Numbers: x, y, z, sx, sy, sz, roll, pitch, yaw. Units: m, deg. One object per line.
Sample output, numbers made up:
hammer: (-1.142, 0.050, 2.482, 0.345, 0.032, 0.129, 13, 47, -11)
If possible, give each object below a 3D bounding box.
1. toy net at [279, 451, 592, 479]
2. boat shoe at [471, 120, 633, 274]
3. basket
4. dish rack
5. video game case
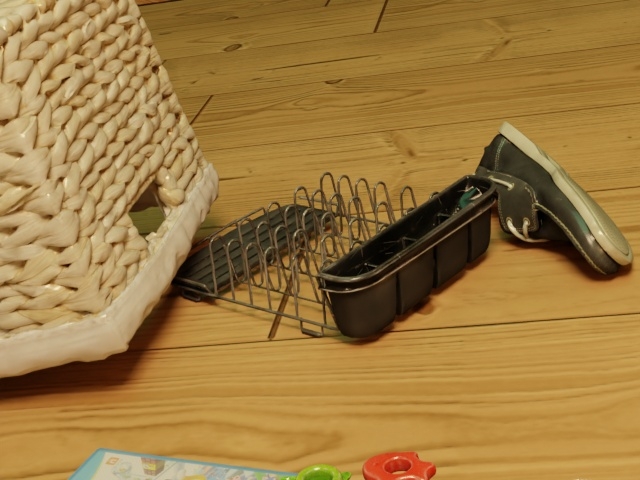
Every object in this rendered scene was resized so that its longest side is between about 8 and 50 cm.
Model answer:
toy net: (0.087, 0.167, 0.625, 0.232, 0.045, 0.122, -5, 22, 7)
boat shoe: (0.203, -0.026, 0.995, 0.079, 0.084, 0.233, -47, 30, 10)
basket: (-0.310, -0.057, 0.974, 0.331, 0.266, 0.328, -14, 23, 17)
dish rack: (0.000, 0.000, 0.995, 0.271, 0.074, 0.208, 12, 31, 41)
video game case: (-0.105, 0.179, 0.706, 0.166, 0.015, 0.119, 1, 26, 26)
